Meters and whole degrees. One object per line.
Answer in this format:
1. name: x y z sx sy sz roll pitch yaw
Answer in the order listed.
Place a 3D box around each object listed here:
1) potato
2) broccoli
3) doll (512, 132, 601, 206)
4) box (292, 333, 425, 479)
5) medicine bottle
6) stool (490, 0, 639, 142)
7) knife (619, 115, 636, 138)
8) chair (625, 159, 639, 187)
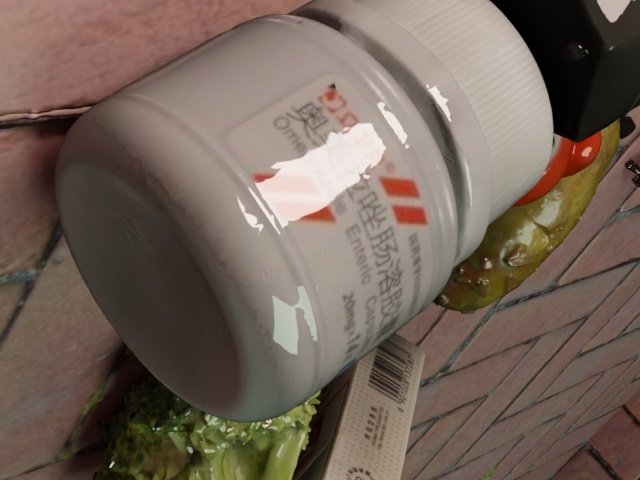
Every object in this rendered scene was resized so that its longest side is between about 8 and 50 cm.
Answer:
1. potato: 0.216 -0.041 1.359 0.298 0.141 0.176 -45 -172 17
2. broccoli: -0.065 0.271 1.217 0.275 0.397 0.353 -35 118 -16
3. doll: 0.172 -0.111 1.157 0.290 0.161 0.130 -4 163 -42
4. box: 0.019 0.272 1.503 0.210 0.095 0.330 -54 -171 31
5. medicine bottle: -0.005 -0.044 0.888 0.306 0.245 0.245 -35 158 -29
6. stool: 0.184 -0.200 0.934 0.141 0.232 0.232 -30 156 -16
7. knife: 0.314 -0.129 1.529 0.245 0.019 0.072 -5 144 -50
8. chair: 0.555 -0.050 1.771 0.106 0.229 0.113 -43 160 6
